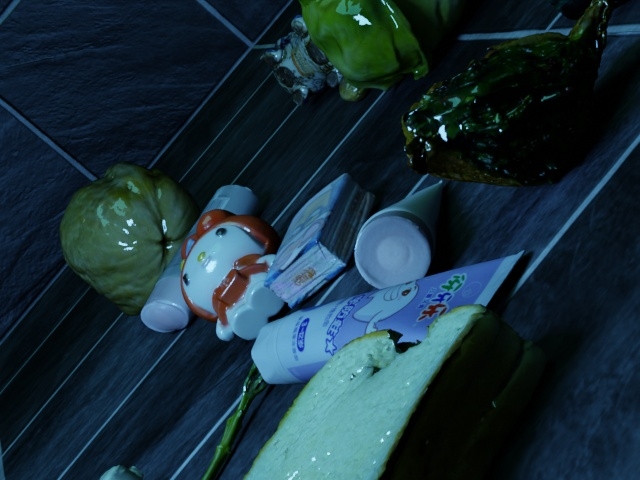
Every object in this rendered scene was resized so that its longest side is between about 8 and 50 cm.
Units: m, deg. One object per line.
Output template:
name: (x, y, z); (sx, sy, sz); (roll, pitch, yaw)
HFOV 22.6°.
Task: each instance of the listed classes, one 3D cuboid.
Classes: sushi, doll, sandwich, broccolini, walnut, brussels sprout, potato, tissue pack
sushi: (0.206, -0.130, 1.615); (0.287, 0.149, 0.140); (-30, -21, -11)
doll: (-0.121, 0.039, 2.172); (0.161, 0.130, 0.290); (-57, 28, 9)
sandwich: (0.050, 0.174, 1.373); (0.273, 0.095, 0.249); (-24, 29, 58)
broccolini: (-0.098, 0.203, 1.865); (0.044, 0.042, 0.218); (-28, 27, 58)
walnut: (-0.308, -0.004, 2.670); (0.283, 0.227, 0.283); (21, 114, 61)
brussels sprout: (0.101, -0.361, 2.394); (0.259, 0.227, 0.294); (-43, 38, -5)
potato: (0.051, -0.246, 2.582); (0.046, 0.045, 0.092); (-13, 17, -4)
tissue pack: (0.000, 0.000, 2.047); (0.115, 0.065, 0.155); (-40, 17, 38)

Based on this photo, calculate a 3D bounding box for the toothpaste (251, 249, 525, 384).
toothpaste: (0.062, 0.089, 1.641); (0.371, 0.080, 0.125); (-18, 26, 52)

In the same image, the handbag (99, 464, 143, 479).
handbag: (-0.293, 0.382, 1.933); (0.256, 0.079, 0.219); (-52, 3, -12)

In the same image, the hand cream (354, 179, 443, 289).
hand cream: (0.090, -0.008, 1.789); (0.133, 0.083, 0.248); (-45, 3, 9)

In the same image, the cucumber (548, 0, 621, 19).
cucumber: (0.337, -0.308, 1.805); (0.115, 0.085, 0.193); (-6, -12, -30)

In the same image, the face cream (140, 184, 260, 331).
face cream: (-0.187, 0.027, 2.523); (0.107, 0.073, 0.269); (-22, 29, 46)

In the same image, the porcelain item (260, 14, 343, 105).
porcelain item: (0.025, -0.343, 2.786); (0.186, 0.138, 0.288); (-37, 3, -27)
